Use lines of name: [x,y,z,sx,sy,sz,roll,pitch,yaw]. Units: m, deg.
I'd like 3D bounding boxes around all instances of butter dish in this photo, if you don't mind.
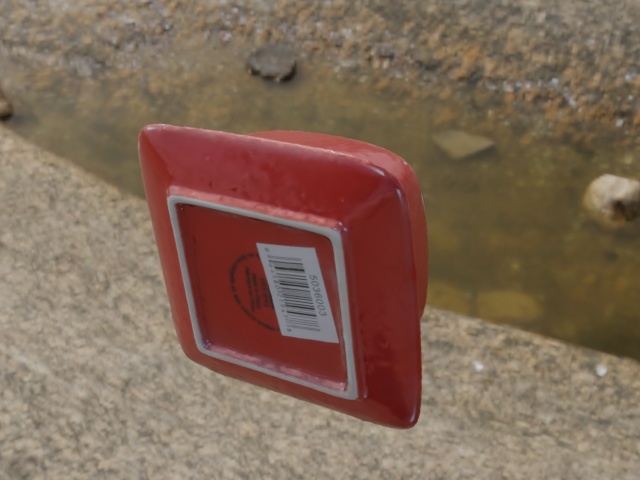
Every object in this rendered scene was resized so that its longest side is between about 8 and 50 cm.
butter dish: [0.000,0.000,0.522,0.160,0.160,0.118,13,36,30]
